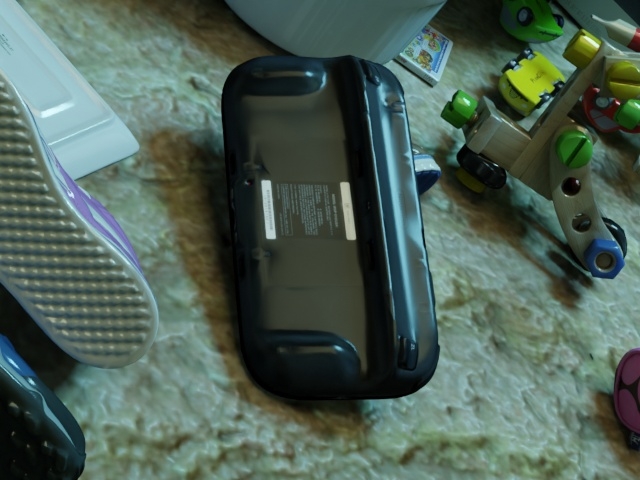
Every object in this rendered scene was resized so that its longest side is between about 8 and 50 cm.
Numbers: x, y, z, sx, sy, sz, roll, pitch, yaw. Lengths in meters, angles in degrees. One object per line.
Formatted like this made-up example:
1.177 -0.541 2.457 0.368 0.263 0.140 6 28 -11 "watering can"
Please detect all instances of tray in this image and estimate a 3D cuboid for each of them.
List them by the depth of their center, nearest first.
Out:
-0.275 -0.161 1.258 0.270 0.030 0.145 48 40 8 "tray"

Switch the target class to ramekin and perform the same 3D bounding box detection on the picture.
0.012 -0.305 1.540 0.277 0.135 0.277 20 43 -20 "ramekin"

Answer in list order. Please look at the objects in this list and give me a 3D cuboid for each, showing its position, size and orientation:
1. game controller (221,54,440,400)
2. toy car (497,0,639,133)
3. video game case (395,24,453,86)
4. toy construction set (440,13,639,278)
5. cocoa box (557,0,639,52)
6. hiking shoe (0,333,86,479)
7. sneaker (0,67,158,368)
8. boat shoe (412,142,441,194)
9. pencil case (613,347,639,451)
0.006 -0.018 1.277 0.167 0.067 0.319 -3 65 -8 "game controller"
0.262 -0.216 1.748 0.239 0.053 0.225 6 50 -37 "toy car"
0.086 -0.226 1.641 0.122 0.011 0.087 34 39 -9 "video game case"
0.264 -0.142 1.538 0.237 0.257 0.309 29 40 -1 "toy construction set"
0.401 -0.416 1.913 0.347 0.228 0.231 48 38 7 "cocoa box"
-0.264 0.045 1.006 0.304 0.113 0.132 43 32 -5 "hiking shoe"
-0.222 -0.037 1.086 0.282 0.102 0.161 58 0 -13 "sneaker"
0.035 -0.071 1.416 0.183 0.066 0.066 -1 49 -53 "boat shoe"
0.383 0.157 1.468 0.209 0.095 0.098 4 16 -36 "pencil case"
